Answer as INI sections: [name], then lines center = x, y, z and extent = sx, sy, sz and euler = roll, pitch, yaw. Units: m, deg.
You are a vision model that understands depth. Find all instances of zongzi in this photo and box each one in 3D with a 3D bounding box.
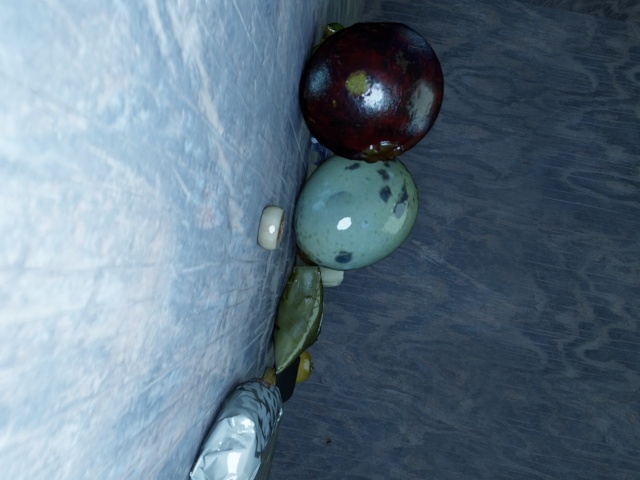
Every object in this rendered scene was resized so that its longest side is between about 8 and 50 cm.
[zongzi]
center = -0.073, 0.222, 1.467
extent = 0.300, 0.145, 0.273
euler = -36, 133, -77

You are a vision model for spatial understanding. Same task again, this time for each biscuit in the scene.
[biscuit]
center = -0.177, 0.517, 1.501
extent = 0.288, 0.044, 0.202
euler = -79, 180, -72

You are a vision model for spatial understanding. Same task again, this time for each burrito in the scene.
[burrito]
center = -0.132, 0.333, 0.897
extent = 0.445, 0.101, 0.139
euler = 36, 60, -86

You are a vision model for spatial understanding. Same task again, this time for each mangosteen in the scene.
[mangosteen]
center = 0.101, -0.343, 1.039
extent = 0.306, 0.306, 0.359
euler = 89, -8, -80

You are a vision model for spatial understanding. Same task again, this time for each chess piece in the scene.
[chess piece]
center = -0.090, -0.024, 0.903
extent = 0.083, 0.038, 0.083
euler = 12, 90, -90

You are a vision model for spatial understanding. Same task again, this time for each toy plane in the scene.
[toy plane]
center = 0.005, -0.294, 1.521
extent = 0.267, 0.088, 0.212
euler = 112, -6, -53

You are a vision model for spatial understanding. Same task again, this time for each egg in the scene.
[egg]
center = 0.103, -0.088, 1.458
extent = 0.428, 0.345, 0.345
euler = -50, 162, -32

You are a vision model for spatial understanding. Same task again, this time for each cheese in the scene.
[cheese]
center = 0.035, 0.045, 1.842
extent = 0.127, 0.233, 0.266
euler = 46, 51, -49

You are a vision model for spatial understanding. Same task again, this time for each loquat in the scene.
[loquat]
center = -0.105, 0.529, 2.066
extent = 0.137, 0.163, 0.163
euler = -18, -124, 58

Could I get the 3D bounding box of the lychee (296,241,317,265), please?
[lychee]
center = 0.006, -0.002, 1.689
extent = 0.194, 0.194, 0.194
euler = 11, 90, -88

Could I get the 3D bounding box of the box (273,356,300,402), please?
[box]
center = -0.144, 0.544, 1.902
extent = 0.212, 0.042, 0.201
euler = 4, 101, -66
